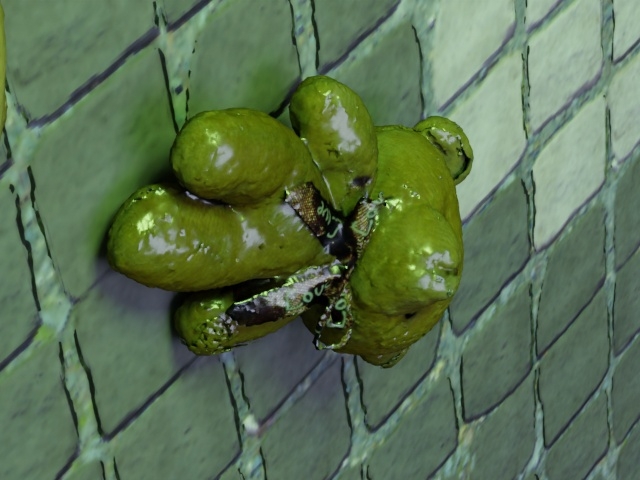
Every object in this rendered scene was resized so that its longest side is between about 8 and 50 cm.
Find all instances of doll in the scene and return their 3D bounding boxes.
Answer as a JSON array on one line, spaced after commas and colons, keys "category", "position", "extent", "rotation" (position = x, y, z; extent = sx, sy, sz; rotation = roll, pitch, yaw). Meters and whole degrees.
[{"category": "doll", "position": [0.000, 0.000, 0.857], "extent": [0.209, 0.097, 0.137], "rotation": [6, 112, -53]}]

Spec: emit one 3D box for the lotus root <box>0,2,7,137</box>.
[{"category": "lotus root", "position": [-0.167, -0.017, 0.530], "extent": [0.160, 0.146, 0.284], "rotation": [-17, 123, -74]}]
